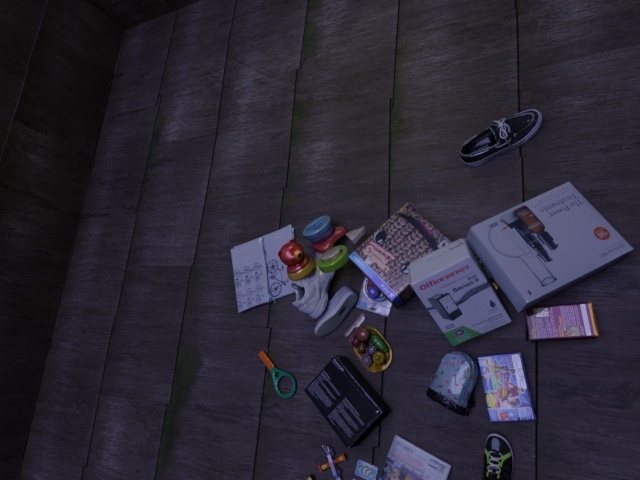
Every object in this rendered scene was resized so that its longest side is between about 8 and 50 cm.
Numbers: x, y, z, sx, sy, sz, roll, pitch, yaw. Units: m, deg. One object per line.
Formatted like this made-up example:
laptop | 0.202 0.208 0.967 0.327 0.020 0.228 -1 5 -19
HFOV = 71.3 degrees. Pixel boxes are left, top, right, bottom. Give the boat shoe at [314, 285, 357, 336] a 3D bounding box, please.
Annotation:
boat shoe | 0.052 0.275 1.750 0.227 0.079 0.081 -50 39 8

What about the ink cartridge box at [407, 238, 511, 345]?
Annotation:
ink cartridge box | 0.440 0.169 1.433 0.211 0.289 0.121 -30 21 20

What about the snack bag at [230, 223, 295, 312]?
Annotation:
snack bag | -0.242 0.124 1.973 0.342 0.037 0.323 -20 65 22

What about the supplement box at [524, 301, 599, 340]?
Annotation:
supplement box | 0.735 0.253 1.371 0.188 0.081 0.104 -10 70 25

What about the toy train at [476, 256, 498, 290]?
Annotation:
toy train | 0.547 0.138 1.525 0.125 0.046 0.166 17 88 29

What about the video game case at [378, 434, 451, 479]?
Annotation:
video game case | 0.307 0.777 1.475 0.201 0.023 0.183 19 84 31

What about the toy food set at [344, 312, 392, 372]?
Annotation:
toy food set | 0.168 0.382 1.646 0.128 0.071 0.218 -45 59 9

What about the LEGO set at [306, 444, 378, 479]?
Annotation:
LEGO set | 0.063 0.843 1.568 0.244 0.060 0.182 10 76 31

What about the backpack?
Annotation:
backpack | 0.439 0.454 1.450 0.152 0.115 0.182 23 83 35

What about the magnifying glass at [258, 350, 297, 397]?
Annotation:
magnifying glass | -0.179 0.539 1.816 0.231 0.026 0.092 43 97 30

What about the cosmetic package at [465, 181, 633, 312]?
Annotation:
cosmetic package | 0.693 0.012 1.379 0.377 0.097 0.284 -25 64 -8

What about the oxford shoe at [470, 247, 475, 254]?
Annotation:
oxford shoe | 0.611 0.021 1.532 0.212 0.076 0.076 8 48 33

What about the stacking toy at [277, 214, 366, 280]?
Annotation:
stacking toy | 0.000 0.000 1.719 0.279 0.130 0.309 -10 33 44

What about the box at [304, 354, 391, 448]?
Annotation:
box | 0.095 0.573 1.608 0.184 0.103 0.261 -50 58 10

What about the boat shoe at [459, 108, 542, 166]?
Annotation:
boat shoe | 0.644 -0.383 1.608 0.306 0.105 0.113 -26 64 20

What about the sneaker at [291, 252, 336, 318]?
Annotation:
sneaker | -0.028 0.144 1.756 0.114 0.152 0.305 -32 38 50

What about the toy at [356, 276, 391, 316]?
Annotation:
toy | 0.220 0.154 1.699 0.137 0.056 0.237 14 81 32

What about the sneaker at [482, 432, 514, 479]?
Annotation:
sneaker | 0.528 0.703 1.332 0.084 0.097 0.234 -2 73 28

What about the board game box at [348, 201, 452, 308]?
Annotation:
board game box | 0.291 0.055 1.602 0.291 0.141 0.232 -43 65 -2

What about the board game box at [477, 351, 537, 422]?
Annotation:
board game box | 0.588 0.464 1.412 0.136 0.035 0.201 -13 69 25
